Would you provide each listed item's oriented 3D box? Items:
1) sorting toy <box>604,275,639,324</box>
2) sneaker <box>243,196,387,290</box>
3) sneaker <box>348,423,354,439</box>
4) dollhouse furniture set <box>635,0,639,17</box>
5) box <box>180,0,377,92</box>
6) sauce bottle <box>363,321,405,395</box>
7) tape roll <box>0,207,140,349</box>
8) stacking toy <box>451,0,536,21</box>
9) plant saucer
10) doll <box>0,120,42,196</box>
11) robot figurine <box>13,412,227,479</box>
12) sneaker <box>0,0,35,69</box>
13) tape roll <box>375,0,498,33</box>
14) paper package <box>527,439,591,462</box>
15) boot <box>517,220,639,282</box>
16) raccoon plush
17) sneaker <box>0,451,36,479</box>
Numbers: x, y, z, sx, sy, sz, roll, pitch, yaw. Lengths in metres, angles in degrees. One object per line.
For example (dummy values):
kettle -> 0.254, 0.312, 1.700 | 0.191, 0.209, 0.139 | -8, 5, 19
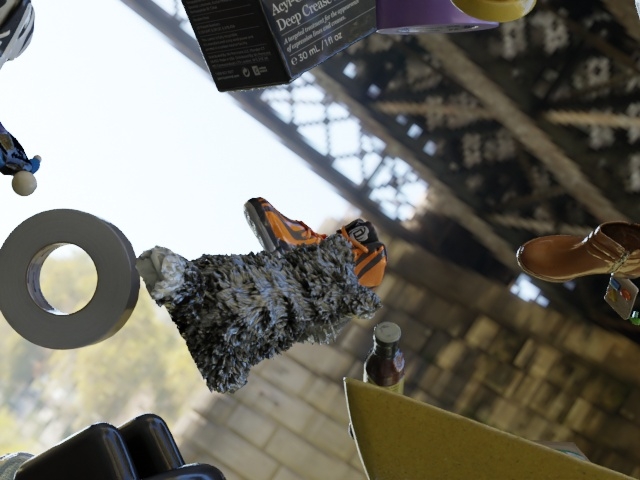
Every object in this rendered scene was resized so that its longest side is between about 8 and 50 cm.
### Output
sorting toy -> 0.469, 0.092, 2.313 | 0.083, 0.012, 0.062 | 51, -38, 39
sneaker -> 0.000, 0.000, 2.611 | 0.321, 0.180, 0.124 | 54, 1, -43
sneaker -> 0.139, 0.386, 2.509 | 0.228, 0.132, 0.086 | 21, 28, -2
dollhouse furniture set -> 0.423, -0.179, 1.332 | 0.212, 0.242, 0.161 | -45, 118, -81
box -> -0.088, -0.497, 2.585 | 0.212, 0.293, 0.395 | -1, -63, 50
sauce bottle -> 0.062, 0.127, 1.462 | 0.042, 0.042, 0.128 | 29, -38, 23
tape roll -> -0.392, 0.060, 2.332 | 0.219, 0.219, 0.072 | 33, 2, 6
stacking toy -> 0.150, -0.443, 1.994 | 0.309, 0.279, 0.130 | 9, -40, 2
plant saucer -> 0.178, 0.219, 1.178 | 0.333, 0.081, 0.333 | 19, -9, 12
doll -> -0.457, -0.132, 2.180 | 0.129, 0.046, 0.189 | 23, 23, -51
robot figurine -> -0.115, 0.267, 1.076 | 0.278, 0.209, 0.173 | 66, -25, 12
sneaker -> -0.379, -0.223, 1.629 | 0.094, 0.235, 0.153 | 26, -38, 8
tape roll -> 0.179, -0.364, 2.308 | 0.189, 0.080, 0.189 | -3, 4, 0
paper package -> 0.198, 0.404, 1.864 | 0.325, 0.309, 0.168 | 11, 23, -38
boot -> 0.386, 0.009, 2.149 | 0.197, 0.073, 0.152 | 1, -15, 2
raccoon plush -> -0.075, 0.081, 2.283 | 0.446, 0.299, 0.216 | 60, 6, -80
sneaker -> -0.404, 0.360, 1.741 | 0.094, 0.258, 0.091 | 40, -13, -11
